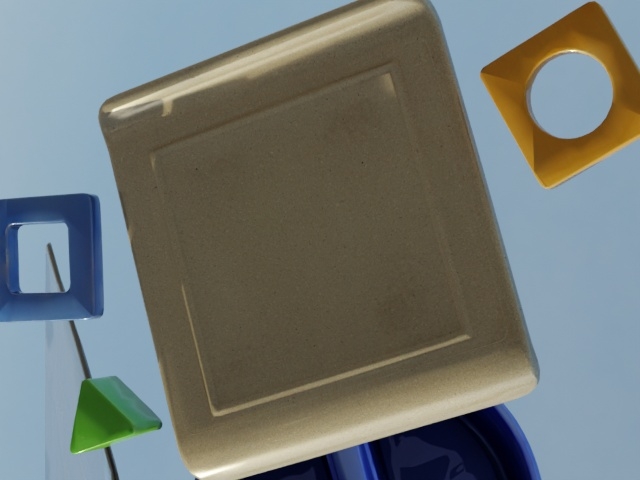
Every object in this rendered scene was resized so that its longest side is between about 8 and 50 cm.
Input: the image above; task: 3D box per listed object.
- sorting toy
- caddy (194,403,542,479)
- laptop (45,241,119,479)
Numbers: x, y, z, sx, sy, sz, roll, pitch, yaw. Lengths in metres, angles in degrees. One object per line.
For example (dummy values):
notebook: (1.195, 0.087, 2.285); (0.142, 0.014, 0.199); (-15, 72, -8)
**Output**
sorting toy: (0.000, 0.000, 0.779); (0.348, 0.047, 0.196); (-19, -98, 20)
caddy: (0.048, 0.241, 1.132); (0.241, 0.179, 0.341); (-17, -101, 1)
laptop: (-0.252, 0.269, 1.032); (0.408, 0.236, 0.382); (-34, -153, 0)
